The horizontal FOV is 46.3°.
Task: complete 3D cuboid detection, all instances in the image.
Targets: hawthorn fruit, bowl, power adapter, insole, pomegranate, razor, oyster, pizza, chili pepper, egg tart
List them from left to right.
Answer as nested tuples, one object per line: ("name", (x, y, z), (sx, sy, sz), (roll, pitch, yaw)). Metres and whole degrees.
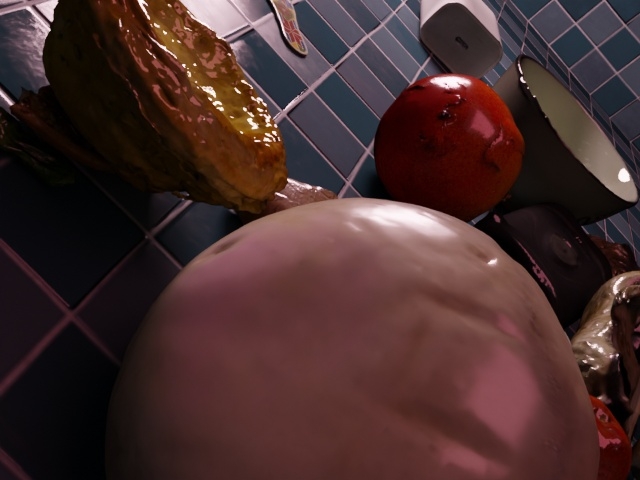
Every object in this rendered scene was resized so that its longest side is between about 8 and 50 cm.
("chili pepper", (-0.239, -0.074, 0.605), (0.091, 0.034, 0.030), (42, 65, -17))
("pizza", (-0.220, -0.102, 0.626), (0.100, 0.029, 0.099), (51, 10, 9))
("egg tart", (-0.146, -0.135, 0.658), (0.294, 0.123, 0.294), (51, 11, -14))
("insole", (-0.059, -0.361, 1.178), (0.065, 0.006, 0.193), (16, 44, -45))
("pomegranate", (0.187, -0.124, 1.054), (0.235, 0.210, 0.210), (17, 44, -44))
("power adapter", (0.324, -0.505, 1.736), (0.187, 0.124, 0.255), (40, 32, -20))
("razor", (0.343, 0.040, 1.177), (0.349, 0.113, 0.204), (-11, 66, -55))
("bowl", (0.419, -0.160, 1.427), (0.353, 0.185, 0.354), (34, 34, -27))
("hawthorn fruit", (0.277, 0.241, 0.833), (0.132, 0.138, 0.133), (20, 16, -6))
("oyster", (0.552, 0.083, 1.417), (0.166, 0.110, 0.341), (43, 30, -15))

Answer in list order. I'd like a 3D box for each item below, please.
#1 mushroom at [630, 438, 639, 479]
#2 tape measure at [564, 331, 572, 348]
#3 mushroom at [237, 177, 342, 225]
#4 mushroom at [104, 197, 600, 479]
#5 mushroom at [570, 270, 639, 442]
("mushroom", (0.516, 0.322, 1.113), (0.087, 0.107, 0.333), (25, 14, 35))
("tape measure", (0.226, 0.093, 0.928), (0.196, 0.105, 0.178), (51, 5, 11))
("mushroom", (0.002, 0.000, 0.803), (0.209, 0.072, 0.094), (33, 43, -29))
("mushroom", (0.036, 0.105, 0.515), (0.356, 0.315, 0.315), (-24, 77, -51))
("mushroom", (0.394, 0.158, 1.028), (0.344, 0.130, 0.248), (-44, 132, -45))
